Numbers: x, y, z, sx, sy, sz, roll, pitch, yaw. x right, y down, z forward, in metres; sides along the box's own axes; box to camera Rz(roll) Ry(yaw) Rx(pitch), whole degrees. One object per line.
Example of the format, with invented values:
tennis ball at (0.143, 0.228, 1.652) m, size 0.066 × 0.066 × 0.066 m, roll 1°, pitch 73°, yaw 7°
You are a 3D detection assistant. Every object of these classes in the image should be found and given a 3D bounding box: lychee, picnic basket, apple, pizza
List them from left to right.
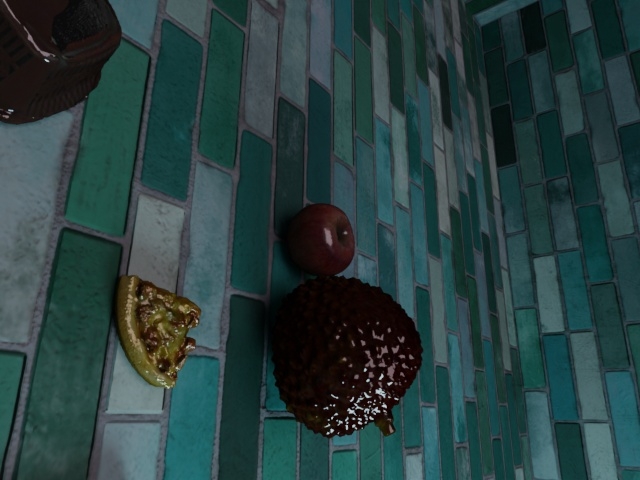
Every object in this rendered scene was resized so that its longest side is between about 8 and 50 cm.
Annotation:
picnic basket at (-0.372, -0.309, 0.602) m, size 0.296 × 0.129 × 0.222 m, roll 61°, pitch 37°, yaw -21°
pizza at (-0.229, 0.118, 0.724) m, size 0.134 × 0.046 × 0.174 m, roll -39°, pitch 110°, yaw -51°
apple at (0.000, 0.000, 1.014) m, size 0.153 × 0.120 × 0.153 m, roll 33°, pitch 49°, yaw -48°
lychee at (0.044, 0.204, 0.887) m, size 0.276 × 0.276 × 0.304 m, roll -6°, pitch 63°, yaw -54°
